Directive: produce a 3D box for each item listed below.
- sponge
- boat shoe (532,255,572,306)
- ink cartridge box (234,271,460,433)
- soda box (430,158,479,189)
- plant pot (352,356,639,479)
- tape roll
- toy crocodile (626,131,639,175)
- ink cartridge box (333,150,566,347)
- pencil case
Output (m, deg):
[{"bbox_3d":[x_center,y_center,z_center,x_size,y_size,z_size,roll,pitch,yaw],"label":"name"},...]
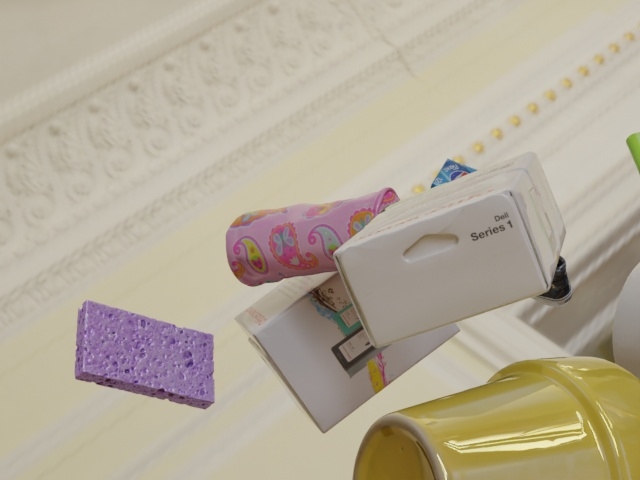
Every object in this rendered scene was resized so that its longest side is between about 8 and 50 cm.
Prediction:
[{"bbox_3d":[-0.251,0.166,1.659,0.210,0.117,0.031,19,-40,-29],"label":"sponge"},{"bbox_3d":[0.303,0.038,1.785,0.065,0.183,0.083,-52,-37,-32],"label":"boat shoe"},{"bbox_3d":[0.036,0.133,1.827,0.270,0.197,0.198,-36,11,-8],"label":"ink cartridge box"},{"bbox_3d":[0.202,-0.025,1.819,0.071,0.067,0.210,-56,-17,-39],"label":"soda box"},{"bbox_3d":[0.169,0.239,1.082,0.239,0.254,0.254,1,-57,-28],"label":"plant pot"},{"bbox_3d":[0.601,0.146,1.818,0.246,0.169,0.246,-4,-84,-43],"label":"tape roll"},{"bbox_3d":[0.503,-0.058,1.402,0.341,0.115,0.105,13,-45,-30],"label":"toy crocodile"},{"bbox_3d":[0.155,0.003,1.285,0.201,0.117,0.278,-21,6,19],"label":"ink cartridge box"},{"bbox_3d":[0.000,0.000,1.686,0.124,0.284,0.124,19,-113,-55],"label":"pencil case"}]
